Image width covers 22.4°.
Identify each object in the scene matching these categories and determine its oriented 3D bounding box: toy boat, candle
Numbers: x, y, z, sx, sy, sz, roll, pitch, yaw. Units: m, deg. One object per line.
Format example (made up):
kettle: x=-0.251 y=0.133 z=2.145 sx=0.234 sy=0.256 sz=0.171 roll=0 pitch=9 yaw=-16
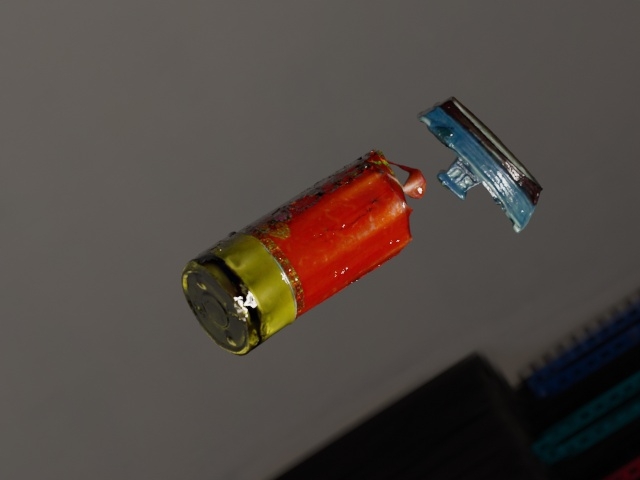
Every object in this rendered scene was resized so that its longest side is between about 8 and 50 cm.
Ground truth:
toy boat: x=0.135 y=-0.064 z=1.417 sx=0.137 sy=0.061 sz=0.060 roll=43 pitch=17 yaw=-4
candle: x=0.000 y=0.000 z=0.747 sx=0.052 sy=0.130 sz=0.052 roll=39 pitch=-32 yaw=30
